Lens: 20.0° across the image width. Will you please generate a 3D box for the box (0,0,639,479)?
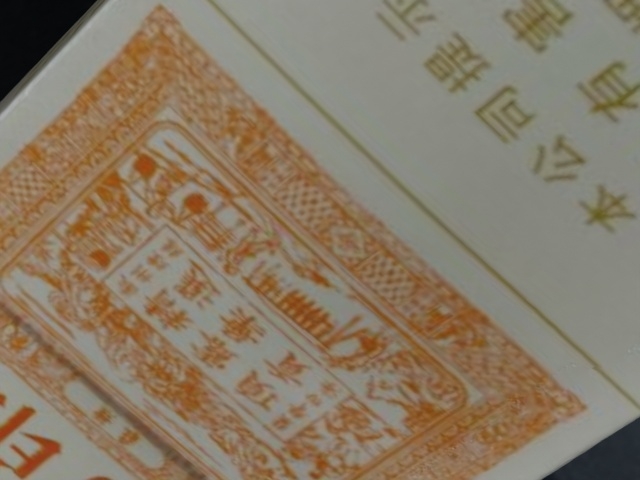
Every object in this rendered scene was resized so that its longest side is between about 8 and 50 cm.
[{"bbox_3d":[-0.001,0.001,0.569,0.204,0.365,0.051,42,-145,-12],"label":"box"}]
